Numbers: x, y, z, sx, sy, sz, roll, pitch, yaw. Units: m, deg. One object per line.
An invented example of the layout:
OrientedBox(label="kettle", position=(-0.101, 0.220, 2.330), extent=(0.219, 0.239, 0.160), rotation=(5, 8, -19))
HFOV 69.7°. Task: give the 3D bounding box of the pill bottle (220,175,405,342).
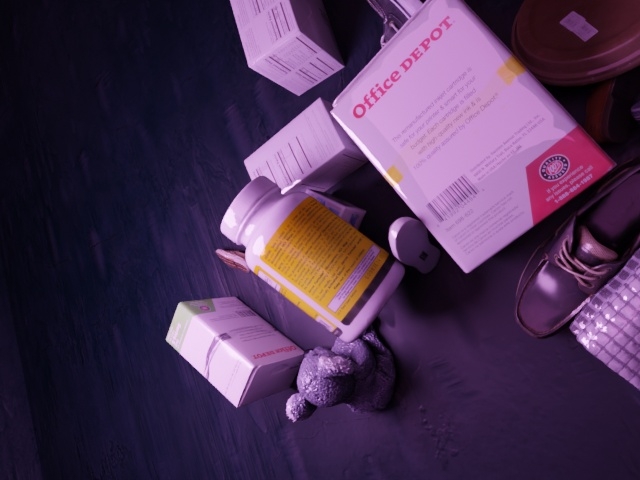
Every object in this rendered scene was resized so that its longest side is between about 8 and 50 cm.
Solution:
OrientedBox(label="pill bottle", position=(-0.020, 0.027, 0.892), extent=(0.333, 0.188, 0.188), rotation=(37, 109, 5))

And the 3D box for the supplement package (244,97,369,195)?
OrientedBox(label="supplement package", position=(-0.032, -0.186, 1.060), extent=(0.244, 0.139, 0.134), rotation=(-32, 73, 27))

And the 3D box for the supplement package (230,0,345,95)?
OrientedBox(label="supplement package", position=(-0.084, -0.513, 1.070), extent=(0.145, 0.204, 0.262), rotation=(-23, 76, 28))

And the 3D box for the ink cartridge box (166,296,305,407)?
OrientedBox(label="ink cartridge box", position=(-0.204, 0.256, 1.114), extent=(0.272, 0.198, 0.115), rotation=(31, 105, 30))

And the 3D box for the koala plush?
OrientedBox(label="koala plush", position=(0.035, 0.277, 0.945), extent=(0.203, 0.221, 0.196), rotation=(49, 112, 24))

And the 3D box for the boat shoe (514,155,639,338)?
OrientedBox(label="boat shoe", position=(0.434, 0.010, 0.754), extent=(0.132, 0.130, 0.356), rotation=(37, 107, 29))

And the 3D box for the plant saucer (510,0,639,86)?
OrientedBox(label="plant saucer", position=(0.454, -0.388, 0.764), extent=(0.277, 0.041, 0.278), rotation=(-18, 60, 34))

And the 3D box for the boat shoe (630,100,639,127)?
OrientedBox(label="boat shoe", position=(0.588, -0.217, 0.714), extent=(0.183, 0.065, 0.083), rotation=(-30, 102, 14))

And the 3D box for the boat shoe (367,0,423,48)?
OrientedBox(label="boat shoe", position=(0.179, -0.416, 0.945), extent=(0.119, 0.121, 0.335), rotation=(-42, 69, 19))

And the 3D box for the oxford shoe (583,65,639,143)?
OrientedBox(label="oxford shoe", position=(0.491, -0.265, 0.773), extent=(0.213, 0.076, 0.076), rotation=(-69, 18, -1))

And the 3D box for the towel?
OrientedBox(label="towel", position=(0.544, 0.129, 0.639), extent=(0.283, 0.121, 0.235), rotation=(36, 108, 8))

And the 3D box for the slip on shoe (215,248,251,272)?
OrientedBox(label="slip on shoe", position=(-0.227, 0.045, 1.235), extent=(0.135, 0.051, 0.041), rotation=(17, 57, 40))

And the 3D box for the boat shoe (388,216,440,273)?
OrientedBox(label="boat shoe", position=(0.165, 0.006, 0.879), extent=(0.070, 0.219, 0.078), rotation=(36, 88, 33))

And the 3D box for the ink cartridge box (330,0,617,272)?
OrientedBox(label="ink cartridge box", position=(0.251, -0.186, 0.813), extent=(0.279, 0.160, 0.385), rotation=(-41, 83, 25))

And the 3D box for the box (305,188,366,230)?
OrientedBox(label="box", position=(0.000, 0.000, 1.051), extent=(0.114, 0.103, 0.203), rotation=(28, 103, 30))
